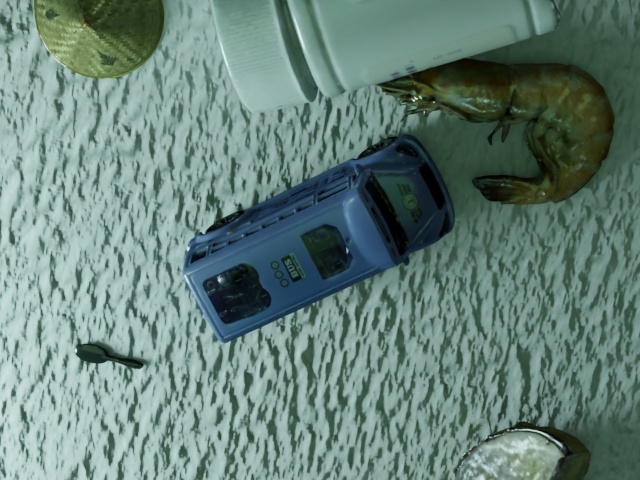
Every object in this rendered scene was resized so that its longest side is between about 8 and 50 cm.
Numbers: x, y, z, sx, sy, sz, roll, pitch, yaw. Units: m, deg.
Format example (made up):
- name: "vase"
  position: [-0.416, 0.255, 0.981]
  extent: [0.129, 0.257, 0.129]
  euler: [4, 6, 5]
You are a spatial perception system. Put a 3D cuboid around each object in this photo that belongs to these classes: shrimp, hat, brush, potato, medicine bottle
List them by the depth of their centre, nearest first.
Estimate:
- name: "medicine bottle"
  position: [0.060, -0.258, 1.533]
  extent: [0.332, 0.190, 0.190]
  euler: [-16, 106, 8]
- name: "hat"
  position: [-0.246, -0.240, 1.625]
  extent: [0.146, 0.067, 0.146]
  euler: [1, 107, 4]
- name: "shrimp"
  position: [0.172, -0.121, 1.644]
  extent: [0.296, 0.058, 0.169]
  euler: [7, 110, -2]
- name: "potato"
  position: [0.230, 0.291, 1.765]
  extent: [0.120, 0.100, 0.261]
  euler: [44, 127, 30]
- name: "brush"
  position: [-0.249, 0.139, 1.776]
  extent: [0.083, 0.008, 0.024]
  euler: [13, 106, -1]

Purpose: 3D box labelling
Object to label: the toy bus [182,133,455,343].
- name: "toy bus"
  position: [0.000, 0.000, 1.649]
  extent: [0.292, 0.133, 0.125]
  euler: [-25, 104, 11]
